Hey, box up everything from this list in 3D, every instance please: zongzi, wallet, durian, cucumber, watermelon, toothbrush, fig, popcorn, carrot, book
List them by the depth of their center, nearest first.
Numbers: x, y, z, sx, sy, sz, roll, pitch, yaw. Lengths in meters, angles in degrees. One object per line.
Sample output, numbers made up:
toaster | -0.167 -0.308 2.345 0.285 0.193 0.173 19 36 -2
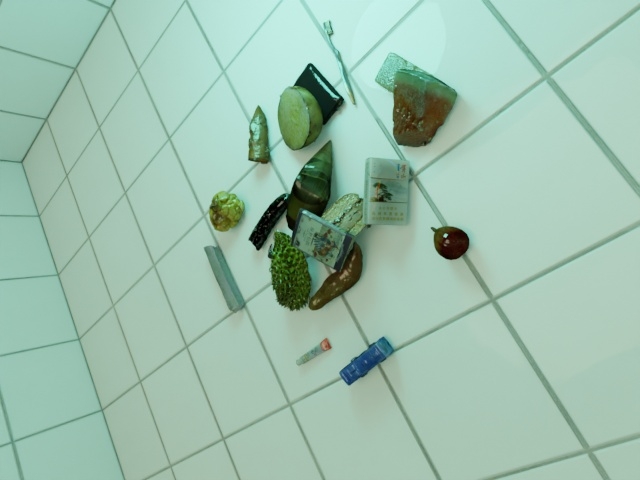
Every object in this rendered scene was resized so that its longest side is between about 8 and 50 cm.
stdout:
fig | 0.433 -0.009 1.440 0.119 0.119 0.152 -35 29 30
watermelon | 0.326 -0.430 1.466 0.193 0.140 0.256 29 121 25
book | 0.000 0.000 1.588 0.231 0.026 0.157 29 120 18
toothbrush | 0.074 -0.697 1.692 0.037 0.028 0.374 -21 79 26
wallet | -0.014 -0.588 1.749 0.149 0.044 0.250 -47 67 30
zongzi | -0.029 -0.212 1.750 0.154 0.317 0.289 25 143 -3
durian | -0.124 0.142 1.779 0.158 0.169 0.354 -4 110 -6
cucumber | -0.222 -0.091 1.888 0.081 0.072 0.303 46 115 27
carrot | -0.272 -0.470 1.908 0.102 0.102 0.262 -3 84 34
popcorn | -0.435 -0.142 1.998 0.140 0.164 0.194 51 151 43

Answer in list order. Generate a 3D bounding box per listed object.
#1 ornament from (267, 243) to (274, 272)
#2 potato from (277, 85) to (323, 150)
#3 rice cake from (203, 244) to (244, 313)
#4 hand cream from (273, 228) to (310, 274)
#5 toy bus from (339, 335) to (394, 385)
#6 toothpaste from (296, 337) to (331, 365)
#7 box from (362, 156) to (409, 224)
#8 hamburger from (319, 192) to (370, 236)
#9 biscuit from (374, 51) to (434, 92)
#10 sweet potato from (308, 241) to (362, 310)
ornament | -0.214 0.084 1.910 0.073 0.028 0.125 27 115 53
potato | -0.072 -0.493 1.717 0.238 0.116 0.299 65 154 2
rice cake | -0.462 0.177 2.070 0.073 0.056 0.364 -38 71 29
hand cream | -0.128 0.062 1.842 0.255 0.048 0.079 52 141 20
toy bus | 0.167 0.455 1.627 0.236 0.094 0.079 -46 67 26
toothpaste | -0.031 0.471 1.804 0.190 0.031 0.048 -39 67 26
box | 0.231 -0.171 1.531 0.067 0.150 0.232 -166 77 -73
hamburger | 0.064 -0.049 1.645 0.282 0.245 0.155 -44 92 -14
biscuit | 0.294 -0.575 1.539 0.199 0.041 0.121 41 116 25
sweet potato | 0.079 0.159 1.681 0.106 0.095 0.354 28 116 -17
